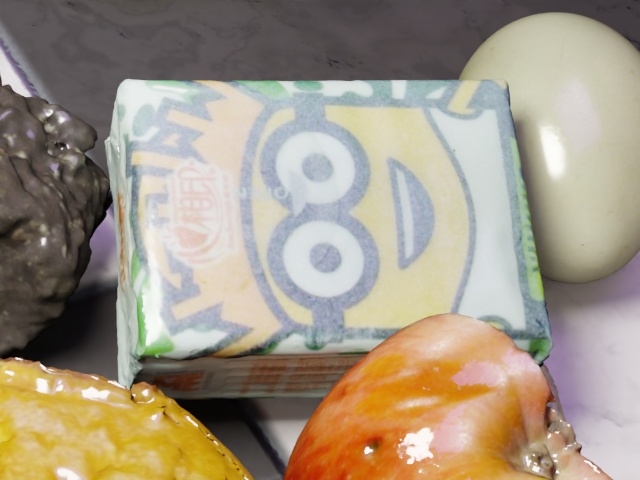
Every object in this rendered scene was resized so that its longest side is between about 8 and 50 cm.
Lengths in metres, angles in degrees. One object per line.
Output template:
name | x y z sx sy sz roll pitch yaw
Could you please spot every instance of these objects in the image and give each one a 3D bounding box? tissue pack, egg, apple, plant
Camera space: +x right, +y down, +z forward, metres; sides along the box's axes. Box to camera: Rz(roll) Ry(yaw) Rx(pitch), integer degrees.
tissue pack | 0.000 0.000 1.315 0.311 0.128 0.228 0 66 -15
egg | 0.205 -0.078 1.481 0.188 0.188 0.254 3 51 -10
apple | 0.071 0.211 1.135 0.163 0.251 0.293 -23 58 -35
plant | -0.267 -0.030 1.344 0.178 0.204 0.234 40 22 -28

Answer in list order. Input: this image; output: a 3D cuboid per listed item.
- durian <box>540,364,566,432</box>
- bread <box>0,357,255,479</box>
durian | 0.173 0.133 1.362 0.052 0.066 0.130 -4 57 -15
bread | -0.186 0.258 1.065 0.398 0.215 0.398 5 46 -6
